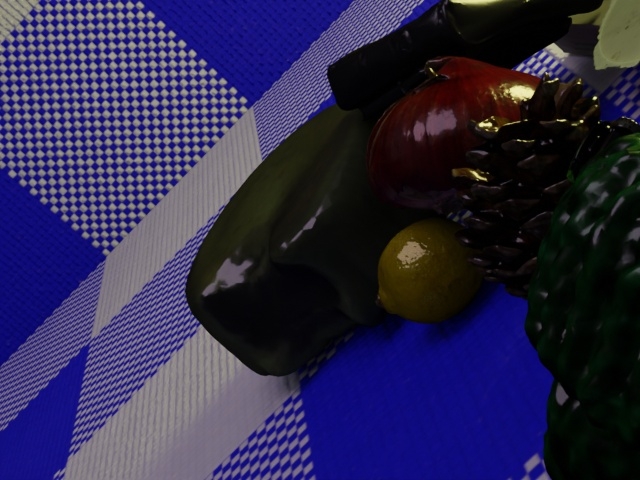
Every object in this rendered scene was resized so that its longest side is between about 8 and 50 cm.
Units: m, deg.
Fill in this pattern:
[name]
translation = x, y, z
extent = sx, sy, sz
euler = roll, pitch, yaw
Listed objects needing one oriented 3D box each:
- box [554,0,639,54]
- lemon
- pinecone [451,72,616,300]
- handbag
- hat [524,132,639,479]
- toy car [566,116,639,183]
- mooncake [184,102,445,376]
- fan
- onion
[box]
translation = 0.395, -0.301, 1.555
extent = 0.200, 0.065, 0.343
euler = -48, 17, -2
[lemon]
translation = 0.117, 0.034, 1.428
extent = 0.133, 0.109, 0.109
euler = -33, 17, -2
[pinecone]
translation = 0.204, -0.041, 1.209
extent = 0.184, 0.204, 0.179
euler = -35, 21, 5
[handbag]
translation = 0.169, -0.228, 1.547
extent = 0.275, 0.088, 0.244
euler = -18, -5, -39
[hat]
translation = 0.238, 0.112, 0.799
extent = 0.242, 0.274, 0.332
euler = -72, -1, -75
[toy car]
translation = 0.273, -0.029, 1.092
extent = 0.071, 0.165, 0.062
euler = -55, 6, -21
[mooncake]
translation = 0.000, 0.000, 1.664
extent = 0.351, 0.187, 0.351
euler = -46, 18, 20
[fan]
translation = 0.412, -0.335, 1.448
extent = 0.233, 0.012, 0.414
euler = -24, 33, 52
[onion]
translation = 0.164, -0.101, 1.406
extent = 0.248, 0.248, 0.161
euler = -179, 102, -68
